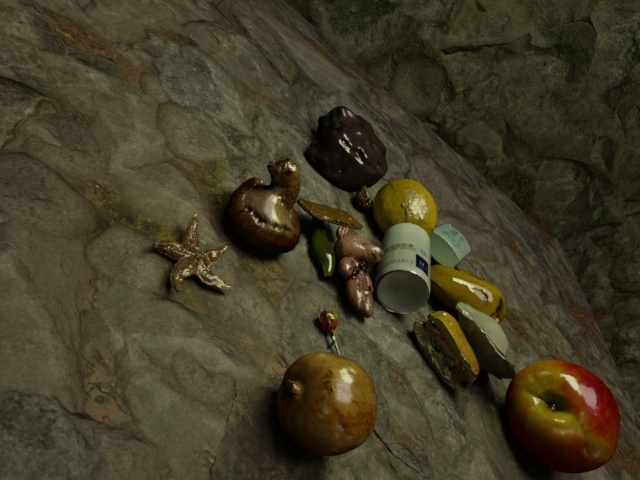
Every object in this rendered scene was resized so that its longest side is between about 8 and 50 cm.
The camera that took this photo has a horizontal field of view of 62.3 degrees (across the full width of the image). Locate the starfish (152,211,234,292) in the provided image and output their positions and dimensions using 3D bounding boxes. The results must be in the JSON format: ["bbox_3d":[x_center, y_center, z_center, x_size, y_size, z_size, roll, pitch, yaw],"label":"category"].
[{"bbox_3d":[-0.311,0.045,1.332,0.235,0.062,0.277,31,32,-26],"label":"starfish"}]

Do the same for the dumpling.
[{"bbox_3d":[0.590,0.384,1.893,0.181,0.341,0.260,-14,30,-16],"label":"dumpling"}]

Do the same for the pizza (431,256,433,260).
[{"bbox_3d":[0.448,0.032,2.317,0.262,0.034,0.181,5,49,-49],"label":"pizza"}]

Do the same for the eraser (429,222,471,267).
[{"bbox_3d":[0.565,0.021,2.360,0.189,0.104,0.290,53,25,9],"label":"eraser"}]

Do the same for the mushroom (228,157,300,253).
[{"bbox_3d":[-0.146,-0.081,1.569,0.267,0.254,0.268,11,70,-33],"label":"mushroom"}]

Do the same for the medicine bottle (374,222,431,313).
[{"bbox_3d":[0.302,0.090,1.913,0.190,0.190,0.332,39,31,-13],"label":"medicine bottle"}]

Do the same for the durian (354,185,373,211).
[{"bbox_3d":[0.175,-0.163,2.164,0.140,0.071,0.111,-69,136,-82],"label":"durian"}]

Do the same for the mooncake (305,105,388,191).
[{"bbox_3d":[0.126,-0.388,2.257,0.350,0.212,0.381,34,34,-31],"label":"mooncake"}]

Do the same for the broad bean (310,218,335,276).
[{"bbox_3d":[0.004,-0.005,1.774,0.075,0.067,0.325,42,30,-39],"label":"broad bean"}]

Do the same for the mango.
[{"bbox_3d":[0.560,0.215,2.087,0.364,0.182,0.253,26,7,-6],"label":"mango"}]

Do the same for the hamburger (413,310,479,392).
[{"bbox_3d":[0.438,0.373,1.802,0.156,0.144,0.283,-8,65,-60],"label":"hamburger"}]

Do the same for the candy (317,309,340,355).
[{"bbox_3d":[0.042,0.292,1.505,0.060,0.060,0.201,9,55,-46],"label":"candy"}]

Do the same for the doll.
[{"bbox_3d":[0.143,0.100,1.736,0.201,0.156,0.304,48,22,-48],"label":"doll"}]

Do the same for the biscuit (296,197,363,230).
[{"bbox_3d":[0.032,-0.087,1.806,0.230,0.025,0.131,13,21,-37],"label":"biscuit"}]

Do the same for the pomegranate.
[{"bbox_3d":[0.012,0.363,1.192,0.248,0.248,0.248,31,34,-24],"label":"pomegranate"}]

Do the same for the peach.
[{"bbox_3d":[0.838,0.608,1.829,0.388,0.388,0.388,31,34,-24],"label":"peach"}]

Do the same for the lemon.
[{"bbox_3d":[0.343,-0.108,2.146,0.253,0.253,0.311,6,53,-48],"label":"lemon"}]
